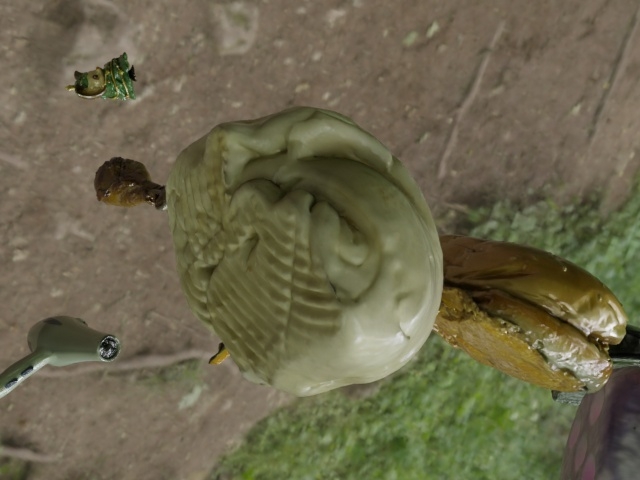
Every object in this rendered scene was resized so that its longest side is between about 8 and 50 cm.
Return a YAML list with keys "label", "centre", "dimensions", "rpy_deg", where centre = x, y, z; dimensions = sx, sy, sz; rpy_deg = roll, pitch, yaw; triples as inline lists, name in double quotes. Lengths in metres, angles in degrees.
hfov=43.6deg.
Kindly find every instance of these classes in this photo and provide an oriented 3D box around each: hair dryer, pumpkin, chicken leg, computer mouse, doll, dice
- label: "hair dryer"
  centre: [-0.553, 0.253, 1.662]
  dimensions: [0.119, 0.295, 0.298]
  rpy_deg: [65, 28, -22]
- label: "pumpkin"
  centre: [-0.174, 0.209, 1.598]
  dimensions: [0.101, 0.035, 0.073]
  rpy_deg: [-40, -172, 24]
- label: "chicken leg"
  centre: [-0.364, -0.102, 1.619]
  dimensions: [0.087, 0.251, 0.107]
  rpy_deg: [28, 84, -51]
- label: "computer mouse"
  centre: [0.525, 0.226, 1.481]
  dimensions: [0.295, 0.168, 0.087]
  rpy_deg: [86, 9, -57]
- label: "doll"
  centre: [-0.350, -0.250, 1.302]
  dimensions: [0.078, 0.113, 0.077]
  rpy_deg: [-112, 176, -47]
- label: "dice"
  centre: [0.543, 0.377, 1.265]
  dimensions: [0.271, 0.270, 0.270]
  rpy_deg: [94, 14, -56]

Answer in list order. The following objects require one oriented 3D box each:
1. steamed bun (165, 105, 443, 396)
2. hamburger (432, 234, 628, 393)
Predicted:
- label: "steamed bun"
  centre: [0.001, 0.003, 0.798]
  dimensions: [0.203, 0.289, 0.276]
  rpy_deg: [-12, 90, -39]
- label: "hamburger"
  centre: [0.258, 0.093, 1.086]
  dimensions: [0.318, 0.318, 0.158]
  rpy_deg: [60, 52, -76]
